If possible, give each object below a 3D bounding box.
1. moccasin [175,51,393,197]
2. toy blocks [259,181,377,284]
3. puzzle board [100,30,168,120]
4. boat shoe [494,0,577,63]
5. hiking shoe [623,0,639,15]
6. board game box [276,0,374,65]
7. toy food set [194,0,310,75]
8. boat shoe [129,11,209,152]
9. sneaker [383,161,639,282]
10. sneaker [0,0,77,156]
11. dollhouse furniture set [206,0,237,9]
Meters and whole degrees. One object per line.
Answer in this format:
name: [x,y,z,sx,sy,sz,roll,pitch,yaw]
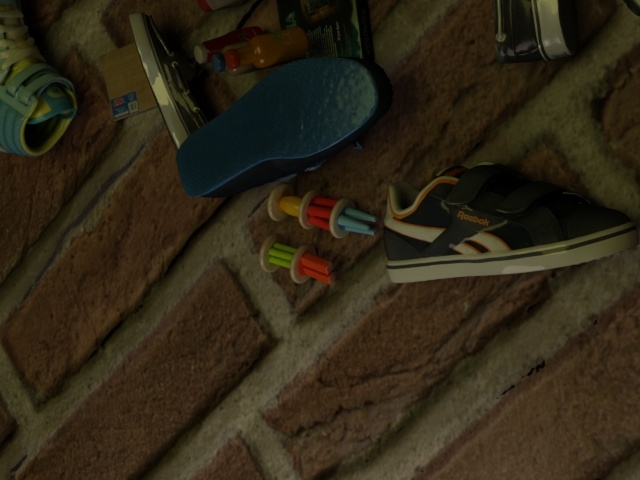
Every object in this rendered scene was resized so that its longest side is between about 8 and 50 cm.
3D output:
moccasin: [-0.038,-0.148,1.777,0.342,0.117,0.137,-17,81,40]
toy blocks: [0.000,0.000,1.797,0.148,0.054,0.123,16,103,34]
puzzle board: [-0.253,-0.229,1.993,0.128,0.011,0.096,-15,86,37]
boat shoe: [0.213,-0.349,1.573,0.105,0.113,0.306,-6,100,23]
hiking shoe: [0.355,-0.326,1.460,0.132,0.113,0.304,-43,69,40]
board game box: [0.000,-0.305,1.788,0.126,0.026,0.186,-7,90,37]
toy food set: [-0.116,-0.284,1.797,0.232,0.105,0.111,58,151,28]
boat shoe: [-0.188,-0.209,1.910,0.076,0.080,0.228,-22,78,-6]
sneaker: [0.198,-0.027,1.602,0.321,0.126,0.127,-6,96,38]
sneaker: [-0.431,-0.270,2.055,0.208,0.127,0.319,16,113,37]
dollhouse furniture set: [-0.135,-0.481,1.688,0.303,0.174,0.355,-19,79,3]
